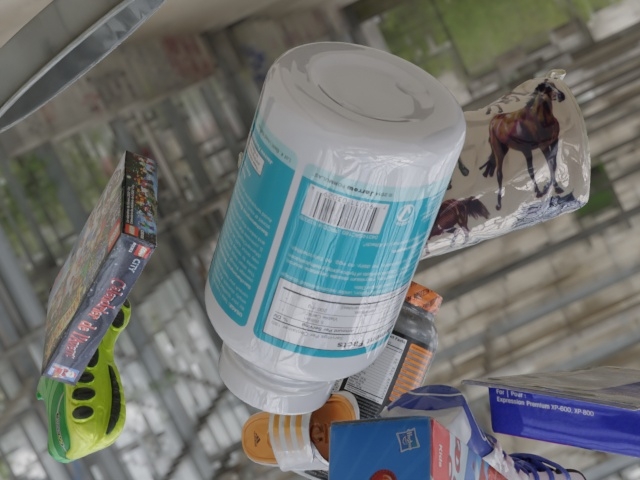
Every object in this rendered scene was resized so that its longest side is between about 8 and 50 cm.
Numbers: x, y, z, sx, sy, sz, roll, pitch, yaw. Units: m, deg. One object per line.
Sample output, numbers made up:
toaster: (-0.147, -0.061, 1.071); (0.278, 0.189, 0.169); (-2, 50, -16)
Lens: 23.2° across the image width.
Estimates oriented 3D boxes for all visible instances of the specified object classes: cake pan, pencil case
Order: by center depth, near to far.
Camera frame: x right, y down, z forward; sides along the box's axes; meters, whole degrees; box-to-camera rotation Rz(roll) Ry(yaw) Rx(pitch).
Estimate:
cake pan: (-0.266, -0.224, 1.696); (0.293, 0.054, 0.293); (-40, -175, 4)
pencil case: (0.112, -0.069, 1.807); (0.410, 0.184, 0.160); (-16, 172, -4)

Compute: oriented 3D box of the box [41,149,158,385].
box: (-0.255, 0.032, 1.806); (0.233, 0.044, 0.159); (-57, -157, 31)

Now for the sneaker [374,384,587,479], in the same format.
sneaker: (0.173, 0.256, 1.602); (0.127, 0.316, 0.182); (6, -142, 43)

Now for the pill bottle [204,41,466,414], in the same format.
pill bottle: (0.000, 0.000, 1.136); (0.146, 0.146, 0.264); (-34, 150, -51)

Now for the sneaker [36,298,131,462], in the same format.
sneaker: (-0.311, 0.148, 1.959); (0.123, 0.109, 0.296); (-39, -144, 30)

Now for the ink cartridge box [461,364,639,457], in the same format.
ink cartridge box: (0.295, 0.169, 1.560); (0.175, 0.069, 0.371); (6, 179, 31)

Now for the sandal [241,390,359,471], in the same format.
sandal: (-0.045, 0.264, 2.080); (0.076, 0.102, 0.265); (0, 168, -38)

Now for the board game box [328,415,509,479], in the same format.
board game box: (0.099, 0.327, 1.223); (0.086, 0.308, 0.302); (-9, 155, 23)

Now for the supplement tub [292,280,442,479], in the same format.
supplement tub: (0.051, 0.200, 2.278); (0.316, 0.193, 0.193); (-67, -167, -6)
